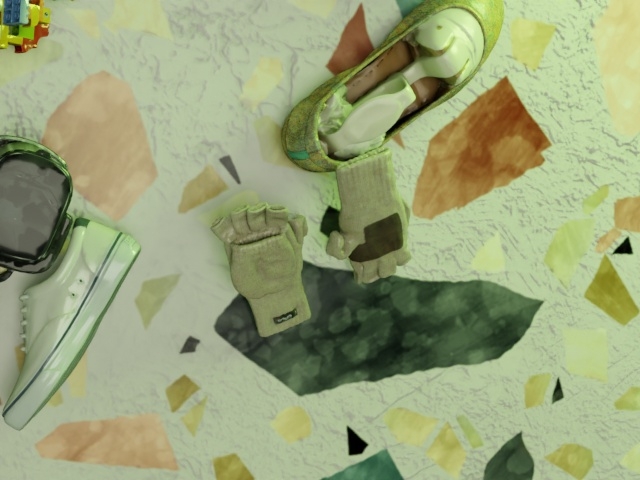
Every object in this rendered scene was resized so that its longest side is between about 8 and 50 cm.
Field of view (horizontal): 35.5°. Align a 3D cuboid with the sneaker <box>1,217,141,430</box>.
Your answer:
[{"bbox_3d":[-0.308,0.093,1.162,0.091,0.094,0.258,30,86,-3],"label":"sneaker"}]

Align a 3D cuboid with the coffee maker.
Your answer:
[{"bbox_3d":[-0.327,-0.021,1.075,0.120,0.178,0.171,-2,101,-17],"label":"coffee maker"}]

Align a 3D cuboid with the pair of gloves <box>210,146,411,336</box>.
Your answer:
[{"bbox_3d":[0.000,0.000,1.228,0.240,0.042,0.204,-27,135,-5],"label":"pair of gloves"}]

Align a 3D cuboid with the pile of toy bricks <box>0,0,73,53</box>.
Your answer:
[{"bbox_3d":[-0.294,-0.311,1.080,0.105,0.118,0.212,2,91,-51],"label":"pile of toy bricks"}]

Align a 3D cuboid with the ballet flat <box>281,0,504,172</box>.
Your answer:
[{"bbox_3d":[0.108,-0.198,1.219,0.348,0.123,0.123,-37,109,-9],"label":"ballet flat"}]
